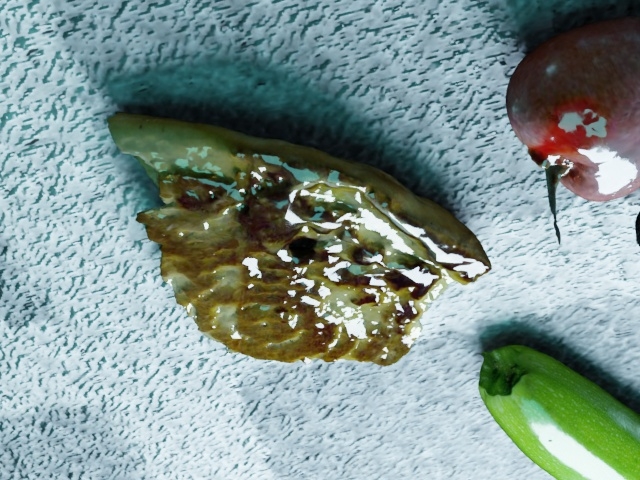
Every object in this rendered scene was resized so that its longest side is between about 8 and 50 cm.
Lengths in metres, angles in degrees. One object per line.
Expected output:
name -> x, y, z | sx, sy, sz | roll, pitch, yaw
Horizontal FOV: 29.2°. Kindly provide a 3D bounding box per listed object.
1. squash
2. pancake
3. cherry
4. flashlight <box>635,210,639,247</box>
squash -> 0.228, 0.168, 0.966 | 0.292, 0.082, 0.082 | 32, 124, -31
pancake -> 0.000, 0.000, 0.799 | 0.212, 0.056, 0.257 | -8, 143, 12
cherry -> 0.168, -0.077, 0.717 | 0.126, 0.087, 0.106 | -24, 127, -7
flashlight -> 0.261, -0.073, 0.737 | 0.093, 0.093, 0.232 | 8, 139, -13
